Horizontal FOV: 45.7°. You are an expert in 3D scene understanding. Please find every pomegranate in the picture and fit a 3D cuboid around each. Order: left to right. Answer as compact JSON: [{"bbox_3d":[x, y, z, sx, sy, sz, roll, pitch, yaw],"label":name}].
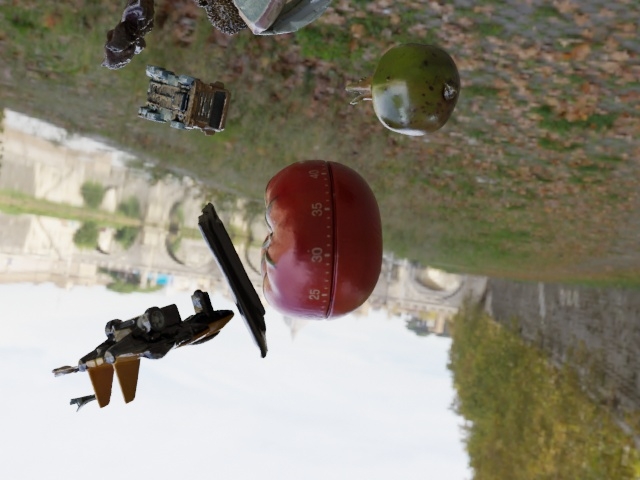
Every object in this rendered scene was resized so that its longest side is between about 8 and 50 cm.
[{"bbox_3d":[0.171,-0.313,1.599,0.246,0.198,0.198,-5,176,11],"label":"pomegranate"}]

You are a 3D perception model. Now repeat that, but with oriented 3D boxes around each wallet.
[{"bbox_3d":[-0.152,0.058,1.347,0.041,0.247,0.323,-25,-170,0],"label":"wallet"}]

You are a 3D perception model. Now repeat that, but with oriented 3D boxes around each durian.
[{"bbox_3d":[-0.305,-0.738,2.371,0.196,0.196,0.167,9,138,-28],"label":"durian"}]

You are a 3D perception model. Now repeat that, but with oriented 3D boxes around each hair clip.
[{"bbox_3d":[-0.625,0.440,2.082,0.115,0.039,0.030,-13,151,-33],"label":"hair clip"}]

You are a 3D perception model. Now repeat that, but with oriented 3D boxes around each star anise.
[{"bbox_3d":[-0.450,-0.484,1.792,0.073,0.212,0.197,29,169,-8],"label":"star anise"}]

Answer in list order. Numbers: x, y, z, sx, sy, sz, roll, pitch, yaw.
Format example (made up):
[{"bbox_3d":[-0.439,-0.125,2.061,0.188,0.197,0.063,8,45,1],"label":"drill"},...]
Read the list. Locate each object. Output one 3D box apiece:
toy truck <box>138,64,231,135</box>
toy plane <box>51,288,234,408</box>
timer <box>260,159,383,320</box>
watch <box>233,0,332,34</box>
[{"bbox_3d":[-0.268,-0.282,1.534,0.140,0.108,0.256,5,-168,-38],"label":"toy truck"},{"bbox_3d":[-0.226,0.133,1.136,0.204,0.103,0.316,-16,-171,31],"label":"toy plane"},{"bbox_3d":[0.000,0.000,1.784,0.279,0.378,0.378,1,179,-5],"label":"timer"},{"bbox_3d":[-0.082,-0.681,2.079,0.241,0.253,0.162,-3,-129,-48],"label":"watch"}]
